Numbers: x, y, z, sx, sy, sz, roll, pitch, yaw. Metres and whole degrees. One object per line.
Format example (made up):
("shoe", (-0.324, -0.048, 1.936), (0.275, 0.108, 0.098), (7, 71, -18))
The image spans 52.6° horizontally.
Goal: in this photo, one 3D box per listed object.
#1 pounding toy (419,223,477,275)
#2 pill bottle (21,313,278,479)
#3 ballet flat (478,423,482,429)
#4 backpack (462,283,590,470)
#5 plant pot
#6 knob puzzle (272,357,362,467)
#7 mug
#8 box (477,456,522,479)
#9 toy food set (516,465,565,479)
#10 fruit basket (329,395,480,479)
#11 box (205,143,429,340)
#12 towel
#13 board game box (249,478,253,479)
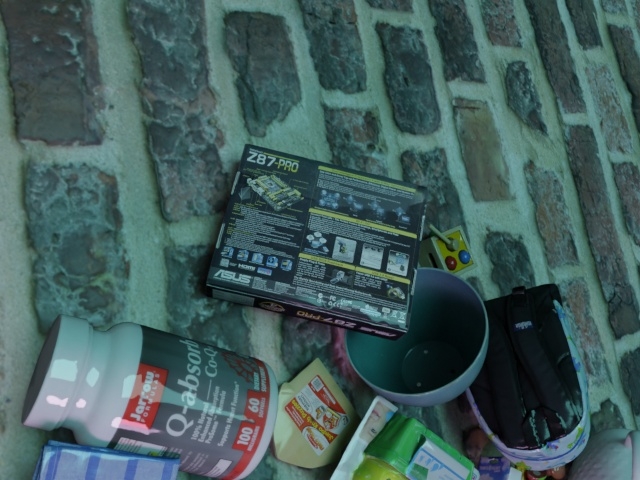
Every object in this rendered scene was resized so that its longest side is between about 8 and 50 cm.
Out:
("pounding toy", (0.297, 0.022, 1.553), (0.130, 0.100, 0.141), (-20, 87, -36))
("pill bottle", (-0.270, 0.254, 1.052), (0.363, 0.210, 0.210), (22, 65, -26))
("ballet flat", (0.436, 0.363, 1.558), (0.077, 0.077, 0.231), (26, 62, 2))
("backpack", (0.449, 0.313, 1.417), (0.355, 0.290, 0.273), (-99, 167, -53))
("plant pot", (0.216, 0.230, 1.361), (0.290, 0.290, 0.195), (-65, 148, -29))
("knob puzzle", (-0.026, 0.361, 1.284), (0.213, 0.030, 0.213), (10, 70, -31))
("mug", (0.707, 0.594, 1.490), (0.374, 0.276, 0.328), (79, 29, -43))
("box", (0.385, 0.573, 1.431), (0.042, 0.109, 0.178), (28, 62, -18))
("toy food set", (0.536, 0.572, 1.551), (0.128, 0.071, 0.218), (23, 64, -25))
("fruit basket", (0.147, 0.536, 1.260), (0.327, 0.165, 0.353), (40, 62, -17))
("box", (0.000, 0.000, 1.291), (0.395, 0.097, 0.318), (13, 68, -4))
("towel", (-0.324, 0.439, 0.906), (0.209, 0.034, 0.285), (17, 74, -23))
("board game box", (-0.127, 0.549, 1.004), (0.213, 0.046, 0.317), (51, 25, 3))
